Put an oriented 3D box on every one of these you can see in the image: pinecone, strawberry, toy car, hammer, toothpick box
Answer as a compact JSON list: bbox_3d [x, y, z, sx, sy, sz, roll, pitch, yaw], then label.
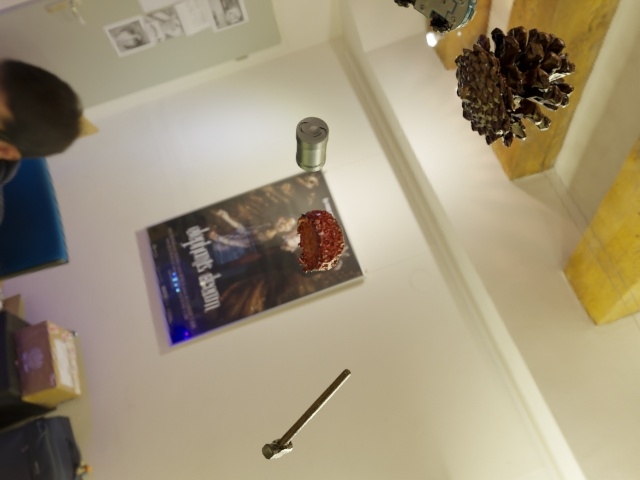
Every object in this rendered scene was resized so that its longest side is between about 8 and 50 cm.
[{"bbox_3d":[0.430,-0.347,1.293,0.264,0.264,0.264,161,-90,-87],"label":"pinecone"},{"bbox_3d":[0.000,0.000,1.316,0.145,0.086,0.145,31,-52,50],"label":"strawberry"},{"bbox_3d":[0.390,-0.824,1.932,0.314,0.166,0.198,41,-32,17],"label":"toy car"},{"bbox_3d":[-0.031,0.517,1.768,0.043,0.365,0.111,48,17,27],"label":"hammer"},{"bbox_3d":[-0.027,-0.294,1.822,0.153,0.101,0.101,98,-26,-64],"label":"toothpick box"}]
